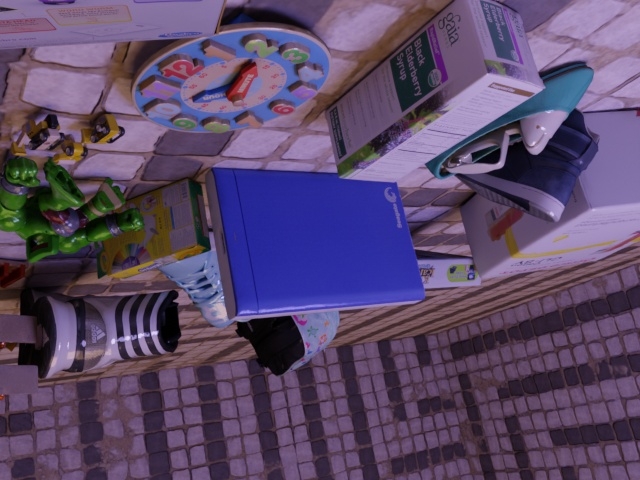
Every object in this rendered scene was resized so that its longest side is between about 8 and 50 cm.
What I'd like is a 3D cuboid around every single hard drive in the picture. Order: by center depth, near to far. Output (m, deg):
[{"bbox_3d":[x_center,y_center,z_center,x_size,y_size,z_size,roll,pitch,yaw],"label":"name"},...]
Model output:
[{"bbox_3d":[0.000,0.000,0.934,0.319,0.210,0.040,-1,160,-33],"label":"hard drive"}]

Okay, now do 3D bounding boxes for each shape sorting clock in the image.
[{"bbox_3d":[-0.088,-0.157,0.647,0.206,0.040,0.206,-11,164,-3],"label":"shape sorting clock"}]

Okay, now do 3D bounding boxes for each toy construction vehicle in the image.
[{"bbox_3d":[-0.276,-0.114,0.686,0.098,0.035,0.086,-22,172,38],"label":"toy construction vehicle"}]

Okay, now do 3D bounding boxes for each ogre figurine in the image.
[{"bbox_3d":[-0.331,-0.034,0.797,0.118,0.096,0.197,-30,170,17],"label":"ogre figurine"}]

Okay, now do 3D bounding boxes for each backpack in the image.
[{"bbox_3d":[-0.072,0.182,1.498,0.191,0.225,0.253,-29,168,-28],"label":"backpack"}]

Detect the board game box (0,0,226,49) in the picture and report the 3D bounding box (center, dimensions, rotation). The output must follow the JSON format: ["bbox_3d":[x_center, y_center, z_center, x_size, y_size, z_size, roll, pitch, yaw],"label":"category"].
[{"bbox_3d":[-0.158,-0.143,0.284,0.242,0.064,0.316,-8,-170,-12],"label":"board game box"}]

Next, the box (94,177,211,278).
[{"bbox_3d":[-0.249,-0.011,0.913,0.179,0.105,0.043,-16,163,17],"label":"box"}]

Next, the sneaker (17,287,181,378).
[{"bbox_3d":[-0.404,0.172,1.165,0.258,0.169,0.447,2,175,-31],"label":"sneaker"}]

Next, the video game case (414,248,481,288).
[{"bbox_3d":[0.149,0.053,1.311,0.244,0.061,0.269,1,-176,-34],"label":"video game case"}]

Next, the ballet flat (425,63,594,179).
[{"bbox_3d":[0.251,-0.144,0.849,0.247,0.087,0.083,-22,161,30],"label":"ballet flat"}]

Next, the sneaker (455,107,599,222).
[{"bbox_3d":[0.294,-0.133,0.926,0.086,0.163,0.226,28,-178,-40],"label":"sneaker"}]

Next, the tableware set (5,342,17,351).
[{"bbox_3d":[-0.618,0.146,1.153,0.024,0.154,0.104,-52,180,-22],"label":"tableware set"}]

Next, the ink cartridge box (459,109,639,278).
[{"bbox_3d":[0.462,-0.069,1.120,0.279,0.160,0.384,-7,164,-14],"label":"ink cartridge box"}]

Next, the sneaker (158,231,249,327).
[{"bbox_3d":[-0.195,0.083,1.187,0.135,0.150,0.366,-17,163,15],"label":"sneaker"}]

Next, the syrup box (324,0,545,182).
[{"bbox_3d":[0.115,-0.155,0.702,0.096,0.093,0.237,1,160,-36],"label":"syrup box"}]

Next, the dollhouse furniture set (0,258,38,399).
[{"bbox_3d":[-0.535,0.155,0.993,0.262,0.259,0.135,-22,158,32],"label":"dollhouse furniture set"}]
